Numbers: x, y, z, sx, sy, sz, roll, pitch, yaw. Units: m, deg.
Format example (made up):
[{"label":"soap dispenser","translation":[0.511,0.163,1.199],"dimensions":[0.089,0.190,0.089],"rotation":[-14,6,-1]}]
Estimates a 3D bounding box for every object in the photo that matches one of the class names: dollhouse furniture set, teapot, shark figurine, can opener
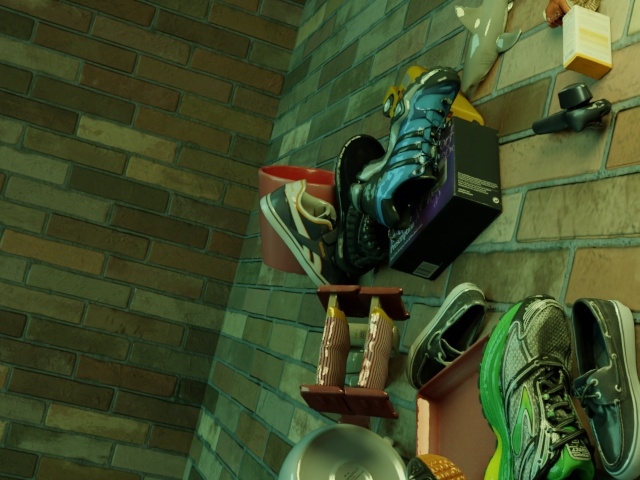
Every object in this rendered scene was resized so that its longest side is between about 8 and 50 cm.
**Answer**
[{"label":"dollhouse furniture set","translation":[0.089,0.242,1.615],"dimensions":[0.374,0.152,0.201],"rotation":[64,-148,-60]},{"label":"teapot","translation":[0.031,0.456,1.563],"dimensions":[0.187,0.256,0.252],"rotation":[117,153,-49]},{"label":"shark figurine","translation":[0.305,-0.444,1.703],"dimensions":[0.166,0.116,0.278],"rotation":[147,134,-65]},{"label":"can opener","translation":[0.373,-0.187,1.325],"dimensions":[0.186,0.059,0.073],"rotation":[153,105,-82]}]

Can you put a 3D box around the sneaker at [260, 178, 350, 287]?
[{"label":"sneaker","translation":[0.000,0.000,2.096],"dimensions":[0.127,0.321,0.126],"rotation":[-31,22,16]}]

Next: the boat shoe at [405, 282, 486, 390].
[{"label":"boat shoe","translation":[0.210,0.175,1.491],"dimensions":[0.070,0.078,0.219],"rotation":[-102,33,-61]}]

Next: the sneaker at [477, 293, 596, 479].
[{"label":"sneaker","translation":[0.289,0.235,1.109],"dimensions":[0.146,0.134,0.343],"rotation":[-26,59,61]}]

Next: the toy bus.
[{"label":"toy bus","translation":[0.222,-0.261,1.812],"dimensions":[0.333,0.108,0.130],"rotation":[-106,35,-62]}]

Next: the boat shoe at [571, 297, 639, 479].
[{"label":"boat shoe","translation":[0.336,0.168,1.060],"dimensions":[0.080,0.076,0.228],"rotation":[130,151,-57]}]

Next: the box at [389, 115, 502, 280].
[{"label":"box","translation":[0.225,-0.073,1.641],"dimensions":[0.261,0.103,0.184],"rotation":[126,157,-51]}]

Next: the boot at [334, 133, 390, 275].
[{"label":"boot","translation":[0.123,-0.102,1.949],"dimensions":[0.260,0.131,0.348],"rotation":[131,141,-71]}]

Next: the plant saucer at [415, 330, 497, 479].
[{"label":"plant saucer","translation":[0.224,0.308,1.369],"dimensions":[0.258,0.047,0.259],"rotation":[126,154,-51]}]

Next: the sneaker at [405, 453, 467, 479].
[{"label":"sneaker","translation":[0.174,0.431,1.236],"dimensions":[0.121,0.099,0.262],"rotation":[111,146,-49]}]

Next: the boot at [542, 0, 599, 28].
[{"label":"boot","translation":[0.396,-0.370,1.420],"dimensions":[0.158,0.059,0.085],"rotation":[-83,13,-57]}]

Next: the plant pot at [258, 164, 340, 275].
[{"label":"plant pot","translation":[-0.038,-0.050,2.269],"dimensions":[0.275,0.275,0.243],"rotation":[-128,45,-71]}]

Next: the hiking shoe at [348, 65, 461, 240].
[{"label":"hiking shoe","translation":[0.177,-0.156,1.566],"dimensions":[0.132,0.113,0.304],"rotation":[41,110,39]}]

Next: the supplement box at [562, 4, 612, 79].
[{"label":"supplement box","translation":[0.397,-0.295,1.323],"dimensions":[0.036,0.062,0.098],"rotation":[129,153,-59]}]
